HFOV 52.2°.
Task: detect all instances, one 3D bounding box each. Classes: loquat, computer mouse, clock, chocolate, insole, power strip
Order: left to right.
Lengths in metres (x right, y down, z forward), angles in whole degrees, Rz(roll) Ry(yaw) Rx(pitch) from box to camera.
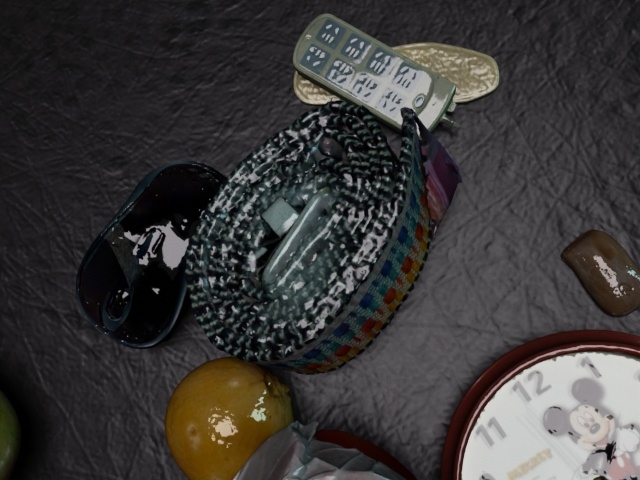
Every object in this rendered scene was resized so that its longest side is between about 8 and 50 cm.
[{"bbox_3d":[-0.184,0.013,0.750,0.137,0.096,0.233,27,84,10],"label":"computer mouse"},{"bbox_3d":[-0.092,0.194,0.688,0.141,0.141,0.141,-1,81,7],"label":"loquat"},{"bbox_3d":[0.067,-0.190,0.774,0.227,0.029,0.080,32,89,10],"label":"power strip"},{"bbox_3d":[0.089,-0.200,0.794,0.248,0.011,0.081,-2,81,7],"label":"insole"},{"bbox_3d":[0.284,0.250,0.663,0.319,0.080,0.318,-2,81,12],"label":"clock"},{"bbox_3d":[0.320,0.032,0.717,0.065,0.031,0.100,-33,77,-4],"label":"chocolate"}]

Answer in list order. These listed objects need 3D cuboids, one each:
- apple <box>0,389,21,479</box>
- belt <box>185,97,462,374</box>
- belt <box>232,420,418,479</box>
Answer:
[{"bbox_3d":[-0.443,0.229,0.712,0.188,0.174,0.207,-35,80,20],"label":"apple"},{"bbox_3d":[0.000,0.000,0.702,0.207,0.160,0.295,26,83,28],"label":"belt"},{"bbox_3d":[0.029,0.324,0.604,0.227,0.115,0.323,-33,102,-11],"label":"belt"}]
